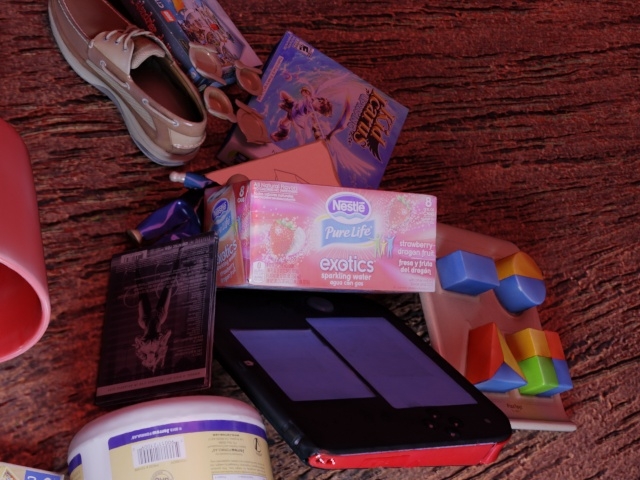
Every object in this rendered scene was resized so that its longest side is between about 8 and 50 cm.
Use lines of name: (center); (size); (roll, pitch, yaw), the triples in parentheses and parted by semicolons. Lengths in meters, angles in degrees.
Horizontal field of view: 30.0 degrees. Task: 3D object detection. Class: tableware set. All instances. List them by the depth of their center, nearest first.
tableware set: (-0.132, -0.220, 1.771); (0.141, 0.020, 0.168); (20, 47, -44)

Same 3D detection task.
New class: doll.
doll: (-0.178, -0.041, 1.687); (0.189, 0.046, 0.129); (-32, 85, -20)

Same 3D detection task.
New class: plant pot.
plant pot: (-0.454, -0.015, 1.426); (0.275, 0.275, 0.243); (14, 47, -24)

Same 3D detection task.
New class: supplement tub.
supplement tub: (-0.157, 0.369, 1.378); (0.241, 0.241, 0.331); (2, 63, -30)

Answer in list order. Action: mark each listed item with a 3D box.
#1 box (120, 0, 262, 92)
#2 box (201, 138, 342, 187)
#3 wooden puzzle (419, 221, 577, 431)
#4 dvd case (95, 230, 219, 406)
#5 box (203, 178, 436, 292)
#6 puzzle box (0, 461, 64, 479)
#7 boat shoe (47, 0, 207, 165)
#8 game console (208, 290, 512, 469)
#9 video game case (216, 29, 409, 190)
box: (-0.211, -0.340, 1.851); (0.233, 0.044, 0.159); (54, 35, 7)
box: (-0.058, -0.048, 1.766); (0.201, 0.021, 0.164); (-18, 86, -21)
wooden puzzle: (0.270, 0.119, 1.820); (0.322, 0.080, 0.348); (12, 55, -48)
dvd case: (-0.211, 0.102, 1.563); (0.018, 0.164, 0.221); (47, 37, -51)
box: (0.000, 0.000, 1.663); (0.300, 0.154, 0.142); (3, 86, -29)
puzzle box: (-0.441, 0.428, 1.296); (0.272, 0.052, 0.409); (16, 56, -23)
boat shoe: (-0.271, -0.263, 1.749); (0.324, 0.116, 0.123); (49, 50, 2)
game console: (0.032, 0.171, 1.573); (0.342, 0.060, 0.386); (8, 22, -37)
video game case: (-0.005, -0.172, 1.894); (0.244, 0.061, 0.269); (32, 52, -12)
